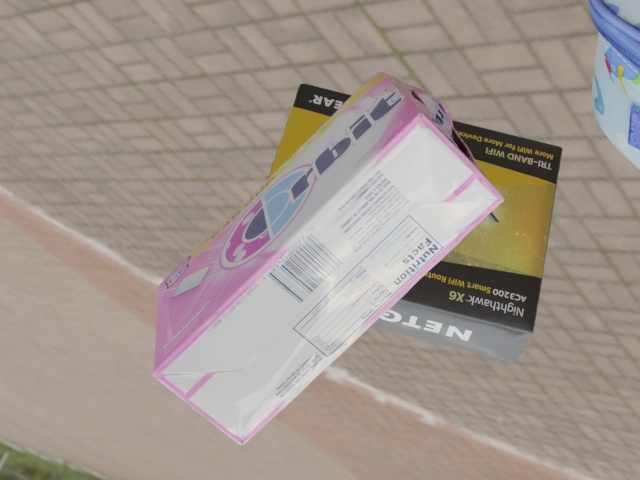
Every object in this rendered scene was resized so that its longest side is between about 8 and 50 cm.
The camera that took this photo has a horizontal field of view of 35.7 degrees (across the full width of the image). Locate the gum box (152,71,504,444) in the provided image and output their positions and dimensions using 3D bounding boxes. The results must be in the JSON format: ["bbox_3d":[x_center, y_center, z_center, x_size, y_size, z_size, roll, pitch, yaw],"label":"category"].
[{"bbox_3d":[0.000,0.000,0.511,0.062,0.188,0.107,43,-170,-20],"label":"gum box"}]

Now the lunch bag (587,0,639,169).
[{"bbox_3d":[0.214,-0.053,0.348,0.219,0.176,0.090,51,169,36],"label":"lunch bag"}]

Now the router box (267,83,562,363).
[{"bbox_3d":[0.091,-0.024,1.086,0.309,0.242,0.081,14,150,3],"label":"router box"}]
